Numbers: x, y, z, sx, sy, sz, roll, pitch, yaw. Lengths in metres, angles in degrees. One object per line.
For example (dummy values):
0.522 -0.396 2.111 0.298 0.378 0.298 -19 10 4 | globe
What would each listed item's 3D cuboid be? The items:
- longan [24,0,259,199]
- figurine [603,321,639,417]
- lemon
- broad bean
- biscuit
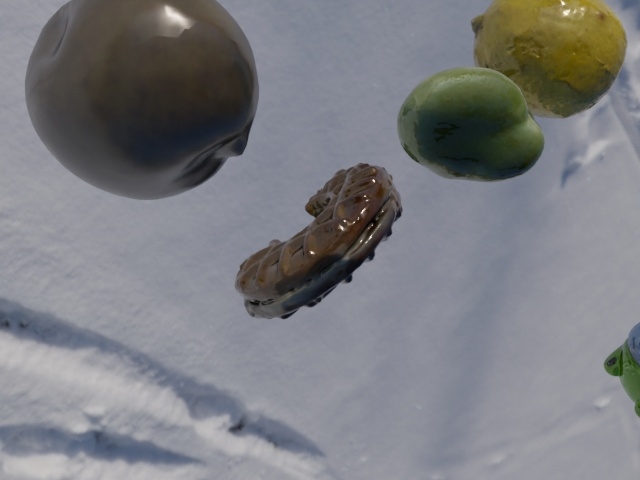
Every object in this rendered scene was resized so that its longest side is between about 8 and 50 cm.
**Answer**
-0.228 -0.191 1.017 0.288 0.350 0.288 8 75 -32 | longan
0.541 0.160 1.113 0.263 0.162 0.143 -23 139 -1 | figurine
0.428 -0.357 1.491 0.284 0.260 0.260 41 81 -16 | lemon
0.204 -0.153 1.088 0.169 0.100 0.228 -37 128 21 | broad bean
0.014 -0.007 1.434 0.366 0.268 0.115 -48 110 -23 | biscuit
